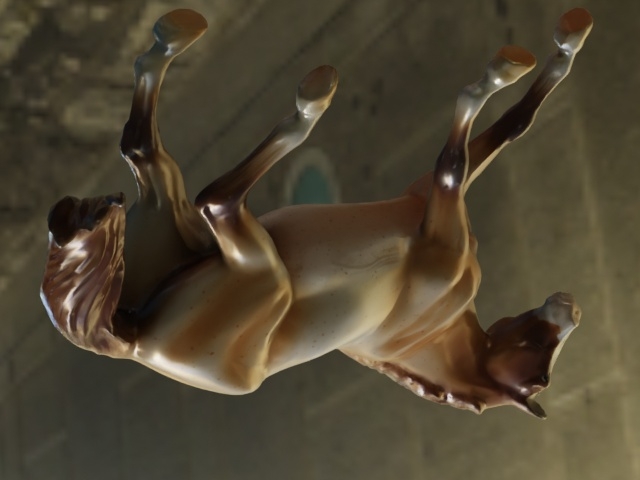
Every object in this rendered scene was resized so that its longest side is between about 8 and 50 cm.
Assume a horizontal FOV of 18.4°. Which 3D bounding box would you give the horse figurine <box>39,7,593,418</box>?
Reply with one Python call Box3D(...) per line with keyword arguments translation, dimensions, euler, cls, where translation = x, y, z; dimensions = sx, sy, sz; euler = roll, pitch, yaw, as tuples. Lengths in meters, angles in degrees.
Box3D(translation=(0.000, 0.000, 0.711), dimensions=(0.066, 0.263, 0.174), euler=(51, 134, 37), cls="horse figurine")
